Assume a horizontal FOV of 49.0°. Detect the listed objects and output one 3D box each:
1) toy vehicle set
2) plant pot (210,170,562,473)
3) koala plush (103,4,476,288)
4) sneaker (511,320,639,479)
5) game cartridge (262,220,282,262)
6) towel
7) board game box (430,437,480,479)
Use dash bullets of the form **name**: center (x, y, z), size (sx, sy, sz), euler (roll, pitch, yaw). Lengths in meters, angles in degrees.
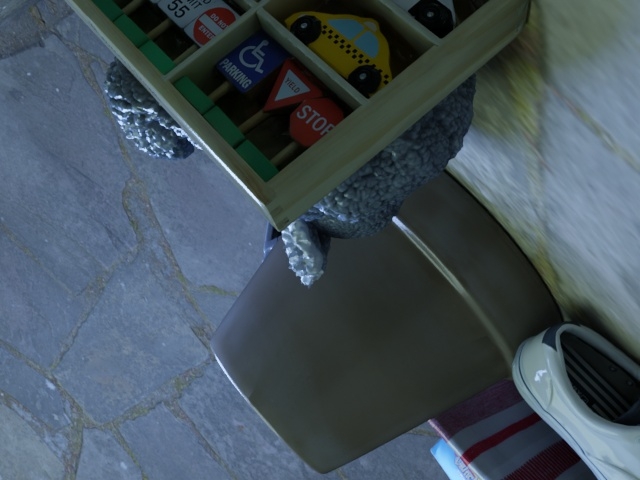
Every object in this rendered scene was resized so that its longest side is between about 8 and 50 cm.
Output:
- **toy vehicle set**: center (-0.044, -0.149, 0.388), size (0.267, 0.166, 0.035), euler (46, 172, 24)
- **plant pot**: center (0.045, 0.087, 0.768), size (0.323, 0.280, 0.323), euler (48, 176, 5)
- **koala plush**: center (0.009, -0.067, 0.488), size (0.203, 0.196, 0.221), euler (35, 166, 22)
- **sneaker**: center (0.269, 0.172, 0.576), size (0.258, 0.094, 0.091), euler (41, 159, 16)
- **game cartridge**: center (0.000, 0.000, 1.018), size (0.198, 0.062, 0.297), euler (47, -152, -31)
- **towel**: center (0.286, 0.281, 0.838), size (0.237, 0.037, 0.329), euler (-5, -138, -51)
- **board game box**: center (0.395, 0.506, 1.319), size (0.302, 0.086, 0.308), euler (30, -165, -41)
